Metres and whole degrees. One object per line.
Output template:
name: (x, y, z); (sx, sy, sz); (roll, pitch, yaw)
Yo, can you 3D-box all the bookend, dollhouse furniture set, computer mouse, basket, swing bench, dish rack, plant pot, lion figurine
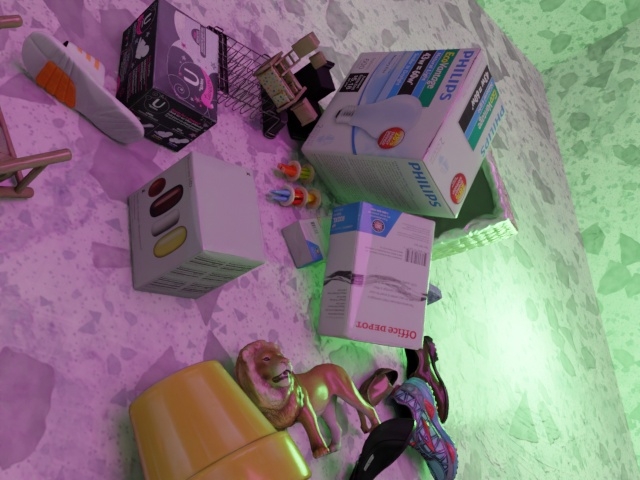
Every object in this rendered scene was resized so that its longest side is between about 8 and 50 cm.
bookend: (-0.021, -0.365, 1.751); (0.072, 0.157, 0.156); (1, 67, -51)
dollhouse furniture set: (-0.040, -0.372, 1.606); (0.182, 0.161, 0.101); (54, 33, -19)
computer mouse: (0.086, 0.449, 1.322); (0.060, 0.262, 0.184); (36, 42, 4)
basket: (0.349, -0.129, 1.899); (0.266, 0.331, 0.328); (26, 48, -64)
swing bench: (-0.550, -0.191, 0.984); (0.254, 0.165, 0.253); (-14, 80, -48)
dish rack: (-0.191, -0.389, 1.631); (0.271, 0.074, 0.208); (21, 52, -41)
plant pot: (-0.178, 0.332, 1.064); (0.254, 0.254, 0.239); (-6, 59, -53)
lion figurine: (-0.023, 0.317, 1.368); (0.392, 0.142, 0.240); (16, 48, -63)

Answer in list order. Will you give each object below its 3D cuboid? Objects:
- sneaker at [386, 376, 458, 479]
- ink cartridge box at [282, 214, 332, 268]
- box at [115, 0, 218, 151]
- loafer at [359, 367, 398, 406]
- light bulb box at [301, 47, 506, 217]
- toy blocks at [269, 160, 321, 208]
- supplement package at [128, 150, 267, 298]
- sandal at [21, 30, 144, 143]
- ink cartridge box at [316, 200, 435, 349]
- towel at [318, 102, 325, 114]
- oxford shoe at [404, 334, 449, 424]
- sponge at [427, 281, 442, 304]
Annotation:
sneaker: (0.232, 0.471, 1.619); (0.125, 0.104, 0.262); (-14, 75, -36)
ink cartridge box: (0.000, 0.000, 1.629); (0.181, 0.061, 0.104); (-11, 77, -53)
box: (-0.310, -0.340, 1.386); (0.163, 0.142, 0.247); (25, 51, -41)
loafer: (0.140, 0.344, 1.598); (0.056, 0.050, 0.148); (57, 36, -8)
light bulb box: (0.213, -0.275, 1.686); (0.225, 0.361, 0.358); (51, 60, -43)
toy blocks: (-0.072, -0.140, 1.634); (0.148, 0.054, 0.123); (4, 66, -50)
supplement package: (-0.231, -0.022, 1.234); (0.149, 0.203, 0.194); (14, 57, -47)
sandal: (-0.432, -0.288, 1.250); (0.265, 0.102, 0.076); (46, 37, -36)
ink cartridge box: (0.131, 0.087, 1.566); (0.223, 0.129, 0.308); (14, 78, -31)
towel: (0.011, -0.300, 1.836); (0.110, 0.027, 0.148); (32, 44, -69)
oxford shoe: (0.264, 0.366, 1.732); (0.096, 0.083, 0.227); (-7, 73, -33)
sponge: (0.213, 0.120, 1.773); (0.210, 0.117, 0.031); (35, 42, -34)
